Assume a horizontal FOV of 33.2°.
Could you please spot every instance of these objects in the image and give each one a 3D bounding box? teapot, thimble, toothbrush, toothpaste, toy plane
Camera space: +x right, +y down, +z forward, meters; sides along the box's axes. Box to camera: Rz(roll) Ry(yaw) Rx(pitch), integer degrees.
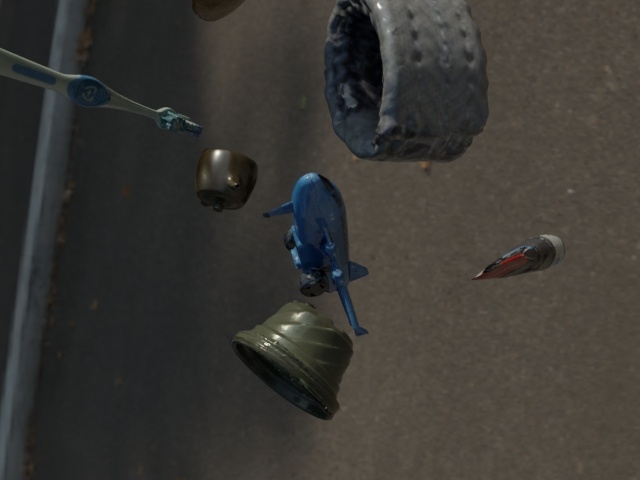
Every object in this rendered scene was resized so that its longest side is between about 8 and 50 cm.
[{"bbox_3d":[-0.124,-0.066,1.340,0.121,0.076,0.068,-23,50,58],"label":"teapot"},{"bbox_3d":[0.113,-0.222,1.433,0.217,0.157,0.246,121,141,-54],"label":"thimble"},{"bbox_3d":[-0.281,-0.176,1.242,0.040,0.386,0.040,-9,74,36],"label":"toothbrush"},{"bbox_3d":[0.253,0.024,1.345,0.071,0.193,0.045,-29,82,29],"label":"toothpaste"},{"bbox_3d":[0.000,0.000,1.437,0.271,0.105,0.254,62,-173,-54],"label":"toy plane"}]

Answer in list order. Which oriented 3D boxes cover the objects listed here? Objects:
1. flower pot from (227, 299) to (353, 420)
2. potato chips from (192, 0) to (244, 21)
[{"bbox_3d":[-0.034,0.197,1.889,0.141,0.235,0.235,-53,27,-15],"label":"flower pot"},{"bbox_3d":[-0.105,-0.362,1.389,0.208,0.061,0.195,113,178,-62],"label":"potato chips"}]
